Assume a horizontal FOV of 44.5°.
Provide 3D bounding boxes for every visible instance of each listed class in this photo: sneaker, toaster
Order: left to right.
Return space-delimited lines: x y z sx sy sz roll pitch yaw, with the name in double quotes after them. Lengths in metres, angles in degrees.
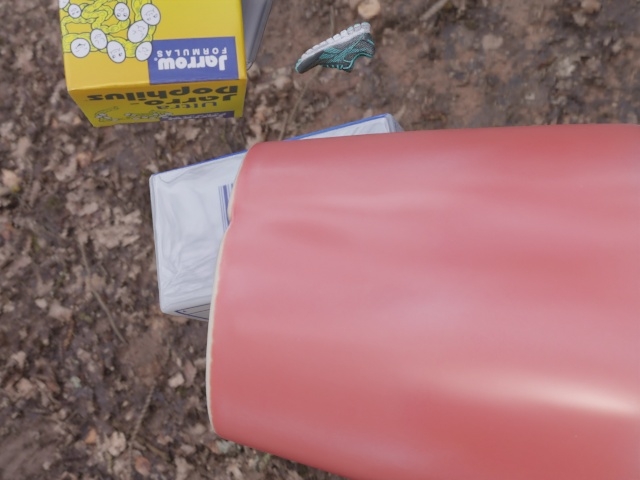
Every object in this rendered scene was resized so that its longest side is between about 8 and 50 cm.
-0.172 -0.358 1.237 0.226 0.147 0.129 -2 33 -35 "toaster"
0.032 -0.355 1.515 0.166 0.065 0.076 -25 96 10 "sneaker"

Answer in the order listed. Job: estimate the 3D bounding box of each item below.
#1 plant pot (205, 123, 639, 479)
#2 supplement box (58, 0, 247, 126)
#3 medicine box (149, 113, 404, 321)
0.064 0.047 0.512 0.243 0.275 0.275 6 57 2 "plant pot"
-0.198 -0.331 0.915 0.194 0.195 0.357 -6 88 -7 "supplement box"
0.000 0.000 0.870 0.263 0.289 0.149 -12 77 17 "medicine box"
